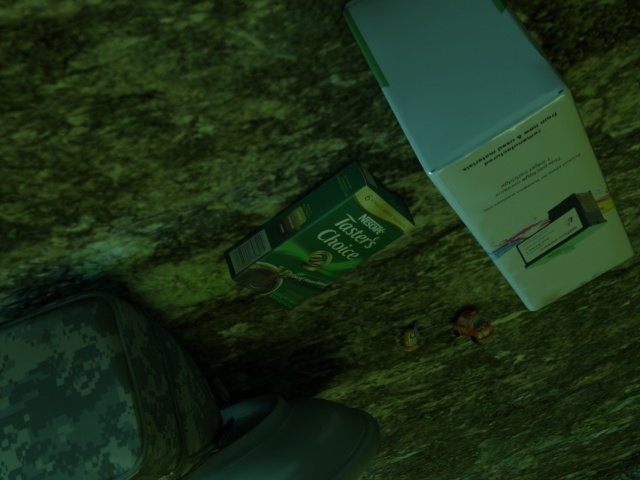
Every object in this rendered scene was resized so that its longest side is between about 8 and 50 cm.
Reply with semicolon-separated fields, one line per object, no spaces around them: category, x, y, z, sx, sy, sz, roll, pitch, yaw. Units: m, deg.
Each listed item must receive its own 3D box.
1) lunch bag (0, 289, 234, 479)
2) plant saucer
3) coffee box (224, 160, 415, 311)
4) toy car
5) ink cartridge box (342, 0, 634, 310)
lunch bag;-0.272;0.209;0.883;0.305;0.213;0.256;-24;161;4
plant saucer;-0.120;0.291;1.036;0.400;0.101;0.400;-26;-176;2
coffee box;0.000;0.000;0.881;0.184;0.040;0.113;-34;142;16
toy car;0.178;0.126;1.124;0.122;0.060;0.041;-15;112;-20
ink cartridge box;0.154;-0.089;0.711;0.117;0.201;0.278;-31;143;13
